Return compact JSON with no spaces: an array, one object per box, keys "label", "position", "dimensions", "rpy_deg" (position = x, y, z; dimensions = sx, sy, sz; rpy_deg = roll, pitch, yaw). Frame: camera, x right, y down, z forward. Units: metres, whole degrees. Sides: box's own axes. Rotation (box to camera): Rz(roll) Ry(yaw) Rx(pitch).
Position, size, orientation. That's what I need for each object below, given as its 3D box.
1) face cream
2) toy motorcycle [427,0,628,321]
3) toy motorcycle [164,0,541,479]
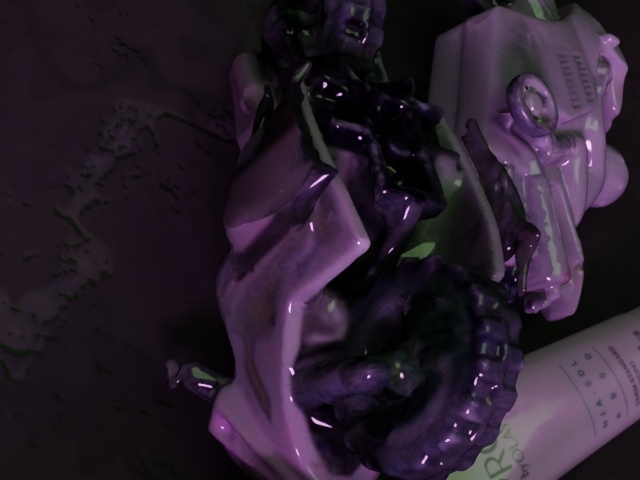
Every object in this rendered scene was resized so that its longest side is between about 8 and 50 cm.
[{"label":"face cream","position":[0.140,0.095,0.808],"dimensions":[0.244,0.058,0.092],"rpy_deg":[-23,82,-35]},{"label":"toy motorcycle","position":[0.138,-0.067,0.873],"dimensions":[0.171,0.110,0.260],"rpy_deg":[26,56,-34]},{"label":"toy motorcycle","position":[0.000,0.000,0.706],"dimensions":[0.143,0.188,0.327],"rpy_deg":[13,42,-30]}]
